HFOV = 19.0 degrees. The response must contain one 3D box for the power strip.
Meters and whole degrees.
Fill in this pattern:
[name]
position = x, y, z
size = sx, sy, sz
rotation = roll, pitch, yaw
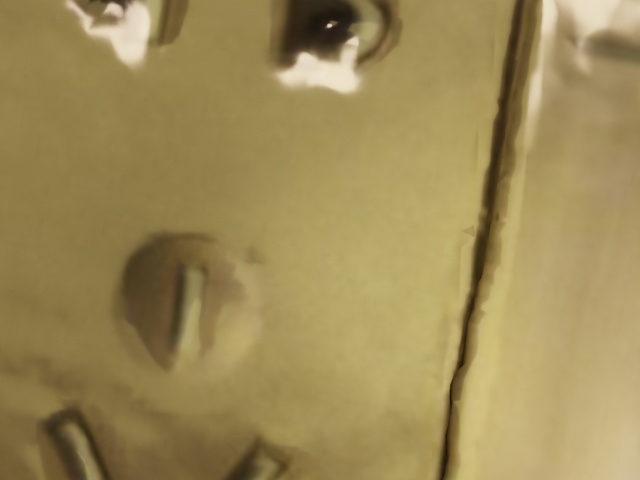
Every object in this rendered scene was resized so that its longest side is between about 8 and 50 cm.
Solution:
[power strip]
position = 0.002, 0.000, 0.478
size = 0.251, 0.092, 0.257
rotation = 11, 98, 9
